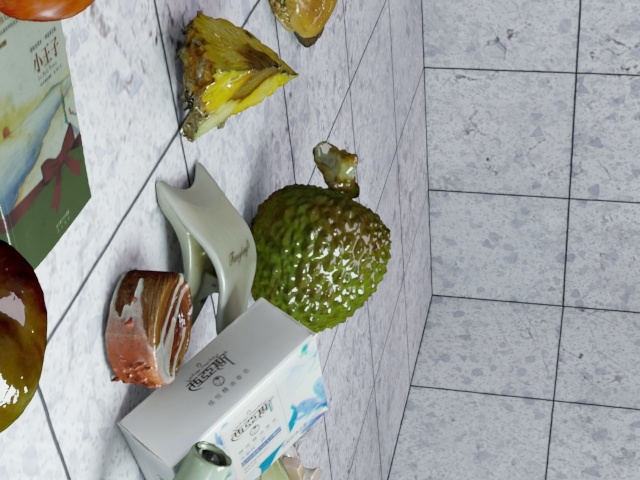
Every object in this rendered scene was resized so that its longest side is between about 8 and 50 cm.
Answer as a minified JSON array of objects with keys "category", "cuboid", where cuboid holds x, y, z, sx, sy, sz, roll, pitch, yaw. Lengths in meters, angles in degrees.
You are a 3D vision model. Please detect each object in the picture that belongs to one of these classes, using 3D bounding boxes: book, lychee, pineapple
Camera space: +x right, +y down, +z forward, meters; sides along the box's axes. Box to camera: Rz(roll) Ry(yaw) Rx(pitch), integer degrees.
[{"category":"book","cuboid":[-0.306,-0.119,1.162,0.201,0.026,0.289,-66,157,-55]},{"category":"lychee","cuboid":[-0.005,0.011,1.973,0.320,0.270,0.270,-44,150,-17]},{"category":"pineapple","cuboid":[-0.161,-0.238,1.618,0.164,0.140,0.250,-47,168,30]}]

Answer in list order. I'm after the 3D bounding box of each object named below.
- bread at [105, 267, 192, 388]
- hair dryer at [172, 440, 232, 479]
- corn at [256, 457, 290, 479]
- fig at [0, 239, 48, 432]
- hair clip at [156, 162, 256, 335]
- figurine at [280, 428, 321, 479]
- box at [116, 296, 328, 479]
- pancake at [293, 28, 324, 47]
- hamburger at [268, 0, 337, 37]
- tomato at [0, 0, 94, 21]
[{"category":"bread","cuboid":[-0.225,0.115,1.471,0.160,0.073,0.160,5,90,-80]},{"category":"hair dryer","cuboid":[-0.218,0.374,1.365,0.296,0.119,0.298,-55,157,-7]},{"category":"corn","cuboid":[-0.120,0.372,1.862,0.123,0.122,0.305,-32,144,-14]},{"category":"fig","cuboid":[-0.320,0.128,0.990,0.170,0.146,0.274,-65,169,-52]},{"category":"hair clip","cuboid":[-0.157,0.038,1.640,0.172,0.113,0.282,-41,133,-71]},{"category":"figurine","cuboid":[-0.052,0.340,2.100,0.162,0.141,0.236,85,15,-50]},{"category":"box","cuboid":[-0.126,0.246,1.572,0.274,0.116,0.203,-41,146,-25]},{"category":"pancake","cuboid":[-0.024,-0.518,2.186,0.288,0.033,0.286,76,23,-52]},{"category":"hamburger","cuboid":[-0.029,-0.446,2.020,0.147,0.083,0.138,-63,143,-17]},{"category":"tomato","cuboid":[-0.263,-0.327,1.077,0.237,0.095,0.236,-7,90,-73]}]
